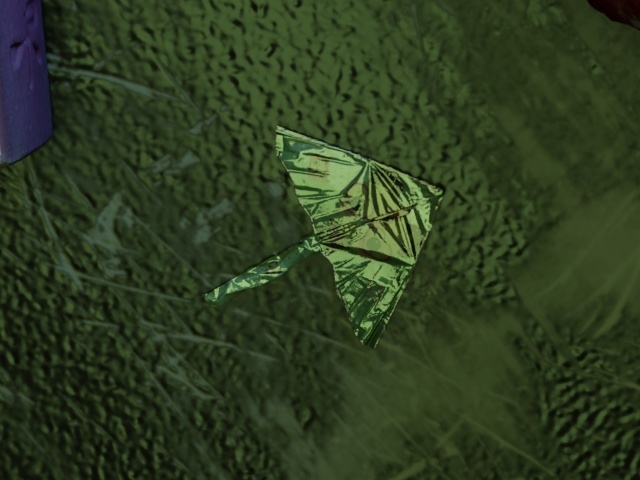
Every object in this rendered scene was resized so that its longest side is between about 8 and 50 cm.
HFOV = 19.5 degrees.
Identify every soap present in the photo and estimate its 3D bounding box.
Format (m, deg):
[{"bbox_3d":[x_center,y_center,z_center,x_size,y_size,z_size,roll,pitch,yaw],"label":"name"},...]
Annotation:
[{"bbox_3d":[-0.298,-0.202,1.632,0.081,0.181,0.259,-2,101,5],"label":"soap"}]

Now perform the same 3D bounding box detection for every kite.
[{"bbox_3d":[0.000,0.000,1.736,0.250,0.012,0.229,-25,96,10],"label":"kite"}]

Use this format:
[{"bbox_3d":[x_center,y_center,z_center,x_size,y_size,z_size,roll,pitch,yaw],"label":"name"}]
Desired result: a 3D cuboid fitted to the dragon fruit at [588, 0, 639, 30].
[{"bbox_3d":[0.287,-0.288,1.460,0.371,0.386,0.249,33,91,-30],"label":"dragon fruit"}]
